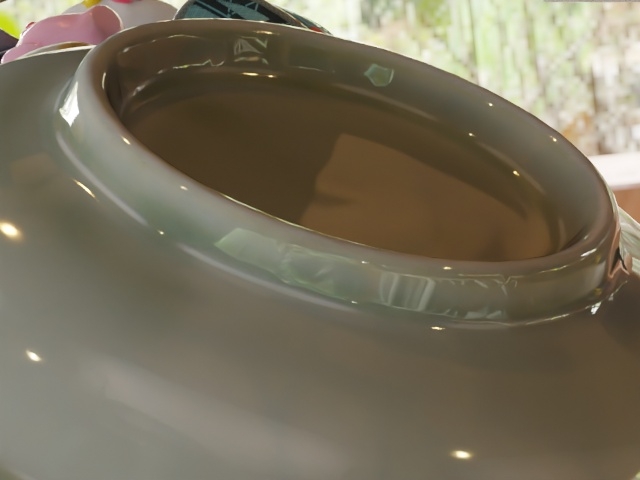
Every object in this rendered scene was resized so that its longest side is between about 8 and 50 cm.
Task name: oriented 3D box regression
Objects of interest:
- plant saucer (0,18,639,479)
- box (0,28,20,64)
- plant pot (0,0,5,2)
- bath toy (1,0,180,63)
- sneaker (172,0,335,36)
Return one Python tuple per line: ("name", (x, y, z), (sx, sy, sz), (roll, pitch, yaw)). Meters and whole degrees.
("plant saucer", (0.000, 0.000, 0.677), (0.400, 0.101, 0.400), (14, 24, -6))
("box", (-0.389, -0.062, 1.322), (0.296, 0.183, 0.294), (-23, 30, -24))
("plant pot", (-0.101, -0.298, 0.932), (0.305, 0.334, 0.334), (-14, 10, -9))
("bath toy", (-0.155, -0.078, 1.088), (0.129, 0.151, 0.348), (19, 26, -2))
("sneaker", (-0.025, -0.065, 1.004), (0.104, 0.262, 0.125), (-39, -33, 11))
